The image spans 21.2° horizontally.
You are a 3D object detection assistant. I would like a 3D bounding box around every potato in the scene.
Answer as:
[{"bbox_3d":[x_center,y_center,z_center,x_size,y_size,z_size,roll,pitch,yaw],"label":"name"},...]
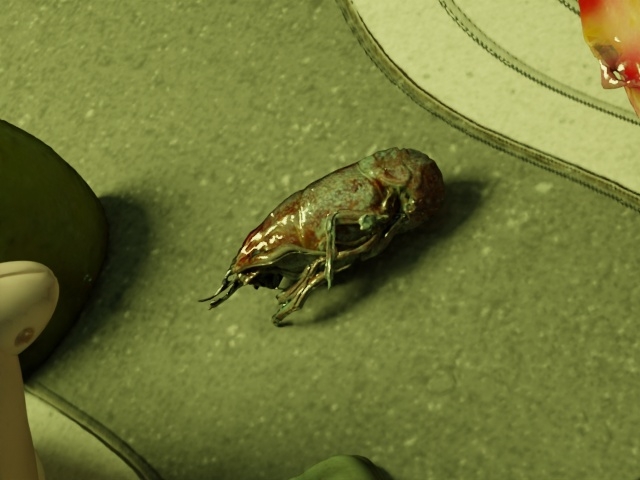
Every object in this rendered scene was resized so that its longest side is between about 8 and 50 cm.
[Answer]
[{"bbox_3d":[-0.305,0.014,1.206,0.269,0.255,0.112,-39,51,1],"label":"potato"}]

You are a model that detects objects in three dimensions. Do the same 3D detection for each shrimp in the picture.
[{"bbox_3d":[-0.001,-0.001,1.185,0.190,0.075,0.073,-30,84,-1],"label":"shrimp"}]

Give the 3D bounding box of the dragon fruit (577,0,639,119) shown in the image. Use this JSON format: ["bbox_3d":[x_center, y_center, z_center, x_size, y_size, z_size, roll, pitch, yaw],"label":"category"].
[{"bbox_3d":[0.333,-0.213,1.048,0.386,0.249,0.371,16,65,31],"label":"dragon fruit"}]

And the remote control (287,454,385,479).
[{"bbox_3d":[0.047,0.258,1.019,0.090,0.038,0.309,-32,53,4],"label":"remote control"}]

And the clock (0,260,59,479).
[{"bbox_3d":[-0.322,0.168,1.038,0.250,0.368,0.377,60,136,32],"label":"clock"}]
